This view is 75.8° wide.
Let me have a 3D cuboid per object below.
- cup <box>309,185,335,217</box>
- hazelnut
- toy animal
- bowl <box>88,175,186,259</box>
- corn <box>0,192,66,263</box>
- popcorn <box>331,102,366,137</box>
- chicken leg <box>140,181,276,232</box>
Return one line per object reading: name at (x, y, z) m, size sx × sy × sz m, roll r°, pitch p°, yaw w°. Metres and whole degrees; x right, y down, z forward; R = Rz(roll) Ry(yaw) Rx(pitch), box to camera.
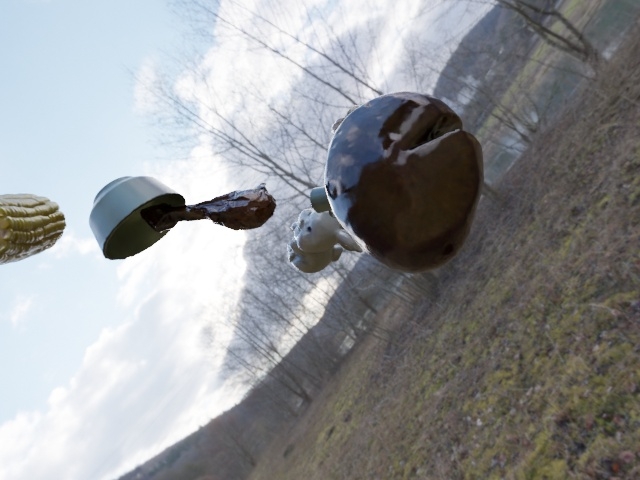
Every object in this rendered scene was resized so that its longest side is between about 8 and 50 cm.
cup at (0.028, -0.082, 0.870) m, size 0.083 × 0.074 × 0.054 m, roll -9°, pitch 12°, yaw 29°
hazelnut at (0.117, -0.075, 0.582) m, size 0.217 × 0.251 × 0.217 m, roll -10°, pitch -17°, yaw -3°
toy animal at (0.003, 0.002, 1.110) m, size 0.193 × 0.179 × 0.127 m, roll -51°, pitch 30°, yaw 44°
bowl at (-0.414, -0.065, 0.905) m, size 0.211 × 0.112 × 0.211 m, roll -42°, pitch -7°, yaw -6°
corn at (-0.416, -0.017, 0.548) m, size 0.093 × 0.093 × 0.244 m, roll -54°, pitch 17°, yaw -5°
popcorn at (0.115, -0.293, 1.162) m, size 0.180 × 0.170 × 0.179 m, roll -22°, pitch -41°, yaw -21°
chicken leg at (-0.253, -0.067, 0.943) m, size 0.113 × 0.305 × 0.093 m, roll -99°, pitch 5°, yaw -48°
